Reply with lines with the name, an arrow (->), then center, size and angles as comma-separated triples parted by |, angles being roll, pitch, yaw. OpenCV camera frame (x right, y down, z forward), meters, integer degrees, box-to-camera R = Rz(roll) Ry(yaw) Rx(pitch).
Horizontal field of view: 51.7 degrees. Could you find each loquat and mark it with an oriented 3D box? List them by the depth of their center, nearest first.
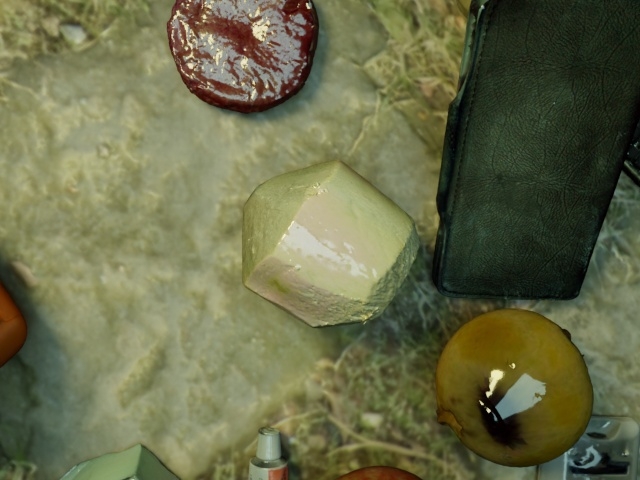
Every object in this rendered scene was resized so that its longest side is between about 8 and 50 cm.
loquat -> 0.188, 0.141, 0.641 | 0.163, 0.137, 0.163 | 0, 75, 1

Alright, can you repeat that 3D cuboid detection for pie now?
pie -> -0.072, -0.198, 0.642 | 0.155, 0.036, 0.154 | 0, 93, -7

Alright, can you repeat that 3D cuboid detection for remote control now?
remote control -> 0.284, 0.346, 0.702 | 0.110, 0.055, 0.312 | 4, 92, -7

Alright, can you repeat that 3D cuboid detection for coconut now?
coconut -> 0.000, 0.000, 0.611 | 0.153, 0.147, 0.147 | 36, 88, -10

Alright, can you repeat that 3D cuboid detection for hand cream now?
hand cream -> -0.051, 0.295, 0.665 | 0.038, 0.052, 0.216 | -3, 96, -40

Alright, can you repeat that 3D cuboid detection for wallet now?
wallet -> 0.198, -0.078, 0.611 | 0.173, 0.045, 0.317 | 1, 123, -2

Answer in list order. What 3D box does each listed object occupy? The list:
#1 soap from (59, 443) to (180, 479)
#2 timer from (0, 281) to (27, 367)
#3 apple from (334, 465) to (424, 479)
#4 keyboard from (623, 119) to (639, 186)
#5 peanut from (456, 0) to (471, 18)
soap -> -0.229, 0.311, 0.622 | 0.230, 0.091, 0.145 | -45, 97, -4
timer -> -0.425, 0.064, 0.557 | 0.250, 0.161, 0.257 | -30, 96, 13
apple -> 0.055, 0.309, 0.614 | 0.188, 0.174, 0.188 | 0, 92, -4
keyboard -> 0.443, -0.027, 0.718 | 0.317, 0.027, 0.106 | 41, 87, -8
peanut -> 0.188, -0.299, 0.622 | 0.149, 0.149, 0.313 | -19, 93, -6
